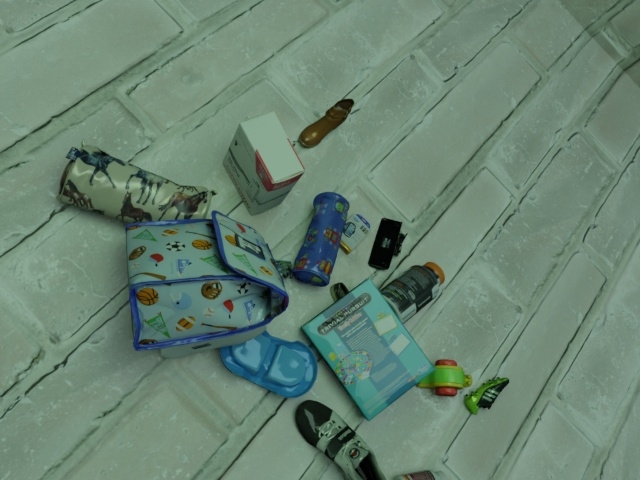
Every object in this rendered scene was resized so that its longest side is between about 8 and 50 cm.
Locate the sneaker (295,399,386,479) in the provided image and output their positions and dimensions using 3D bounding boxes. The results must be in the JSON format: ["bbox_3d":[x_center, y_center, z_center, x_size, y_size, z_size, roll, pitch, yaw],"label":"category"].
[{"bbox_3d":[0.070,0.574,1.714,0.330,0.146,0.122,47,62,0],"label":"sneaker"}]

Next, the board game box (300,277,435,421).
[{"bbox_3d":[0.140,0.322,1.827,0.253,0.079,0.336,-35,87,-9],"label":"board game box"}]

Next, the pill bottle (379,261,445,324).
[{"bbox_3d":[0.292,0.164,1.964,0.245,0.130,0.130,-33,87,-29],"label":"pill bottle"}]

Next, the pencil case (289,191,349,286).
[{"bbox_3d":[0.000,0.000,1.900,0.119,0.133,0.306,31,60,-27],"label":"pencil case"}]

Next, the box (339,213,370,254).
[{"bbox_3d":[0.104,-0.026,2.013,0.081,0.028,0.136,46,58,-2],"label":"box"}]

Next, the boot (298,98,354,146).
[{"bbox_3d":[0.020,-0.400,2.040,0.073,0.152,0.197,49,61,0],"label":"boot"}]

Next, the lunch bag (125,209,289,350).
[{"bbox_3d":[-0.299,0.086,1.582,0.385,0.239,0.328,-4,31,-16],"label":"lunch bag"}]

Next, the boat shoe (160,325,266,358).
[{"bbox_3d":[-0.293,0.234,1.647,0.301,0.108,0.102,-17,60,13],"label":"boat shoe"}]

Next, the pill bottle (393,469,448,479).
[{"bbox_3d":[0.295,0.722,1.787,0.152,0.086,0.086,-1,72,-23],"label":"pill bottle"}]

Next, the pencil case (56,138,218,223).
[{"bbox_3d":[-0.508,-0.134,1.713,0.410,0.160,0.184,19,86,-15],"label":"pencil case"}]

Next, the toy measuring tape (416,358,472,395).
[{"bbox_3d":[0.339,0.421,1.900,0.330,0.121,0.121,11,67,-19],"label":"toy measuring tape"}]

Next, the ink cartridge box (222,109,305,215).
[{"bbox_3d":[-0.175,-0.221,1.819,0.117,0.283,0.207,-26,83,-25],"label":"ink cartridge box"}]

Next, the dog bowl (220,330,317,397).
[{"bbox_3d":[-0.154,0.340,1.742,0.297,0.074,0.166,28,63,-11],"label":"dog bowl"}]

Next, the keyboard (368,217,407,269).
[{"bbox_3d":[0.229,0.019,2.054,0.100,0.038,0.192,16,65,8],"label":"keyboard"}]

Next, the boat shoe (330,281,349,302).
[{"bbox_3d":[0.080,0.202,1.905,0.056,0.049,0.152,-25,83,-29],"label":"boat shoe"}]

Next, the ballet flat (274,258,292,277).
[{"bbox_3d":[-0.177,0.077,1.837,0.188,0.070,0.070,12,67,-15],"label":"ballet flat"}]

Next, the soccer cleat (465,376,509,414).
[{"bbox_3d":[0.550,0.506,1.997,0.178,0.060,0.072,-23,91,-22],"label":"soccer cleat"}]
